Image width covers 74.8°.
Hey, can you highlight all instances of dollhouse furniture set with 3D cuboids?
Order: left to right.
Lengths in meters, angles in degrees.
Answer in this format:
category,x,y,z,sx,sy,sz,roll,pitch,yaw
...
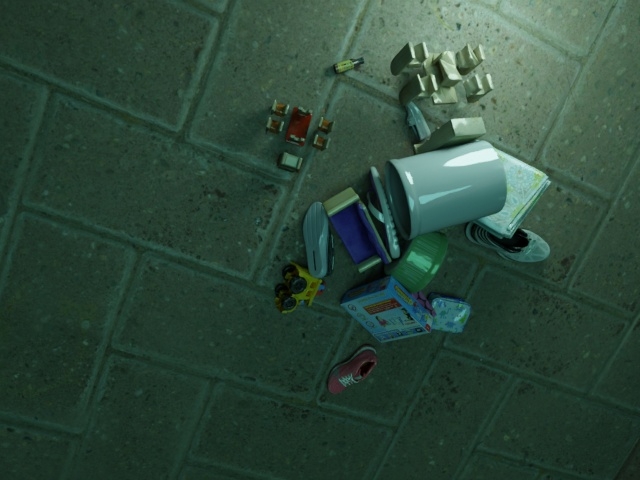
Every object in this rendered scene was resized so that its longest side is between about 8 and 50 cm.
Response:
category,x,y,z,sx,sy,sz,roll,pitch,yaw
dollhouse furniture set,-0.105,-0.423,1.751,0.261,0.135,0.259,16,90,-13
dollhouse furniture set,0.486,-0.567,1.721,0.361,0.256,0.395,-10,83,-23

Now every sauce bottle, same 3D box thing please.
category,x,y,z,sx,sy,sz,roll,pitch,yaw
sauce bottle,0.118,-0.728,1.730,0.128,0.042,0.042,-20,106,-2

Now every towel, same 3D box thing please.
category,x,y,z,sx,sy,sz,roll,pitch,yaw
towel,0.752,-0.224,1.840,0.374,0.090,0.321,38,94,26

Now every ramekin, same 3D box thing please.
category,x,y,z,sx,sy,sz,roll,pitch,yaw
ramekin,0.411,0.067,1.854,0.148,0.303,0.304,29,98,-6

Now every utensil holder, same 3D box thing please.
category,x,y,z,sx,sy,sz,roll,pitch,yaw
utensil holder,0.487,-0.207,1.670,0.385,0.328,0.328,-15,106,-1

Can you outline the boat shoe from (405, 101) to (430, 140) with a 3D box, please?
category,x,y,z,sx,sy,sz,roll,pitch,yaw
boat shoe,0.410,-0.521,1.822,0.063,0.066,0.184,-36,116,1

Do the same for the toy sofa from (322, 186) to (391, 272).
category,x,y,z,sx,sy,sz,roll,pitch,yaw
toy sofa,0.159,-0.029,1.799,0.150,0.177,0.363,-29,124,3

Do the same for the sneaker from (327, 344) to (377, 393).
category,x,y,z,sx,sy,sz,roll,pitch,yaw
sneaker,0.152,0.644,2.040,0.314,0.136,0.116,-45,105,4

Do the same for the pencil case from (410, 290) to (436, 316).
category,x,y,z,sx,sy,sz,roll,pitch,yaw
pencil case,0.455,0.290,1.988,0.095,0.098,0.209,-27,78,-15

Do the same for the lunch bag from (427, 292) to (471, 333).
category,x,y,z,sx,sy,sz,roll,pitch,yaw
lunch bag,0.618,0.356,2.061,0.218,0.090,0.176,11,103,-10

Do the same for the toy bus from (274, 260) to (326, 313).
category,x,y,z,sx,sy,sz,roll,pitch,yaw
toy bus,-0.082,0.229,1.907,0.211,0.149,0.220,18,104,-29

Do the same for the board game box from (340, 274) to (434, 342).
category,x,y,z,sx,sy,sz,roll,pitch,yaw
board game box,0.299,0.323,1.909,0.302,0.086,0.308,45,139,-16

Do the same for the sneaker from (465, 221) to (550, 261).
category,x,y,z,sx,sy,sz,roll,pitch,yaw
sneaker,0.918,0.031,1.936,0.447,0.257,0.169,16,101,-13

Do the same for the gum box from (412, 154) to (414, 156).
category,x,y,z,sx,sy,sz,roll,pitch,yaw
gum box,0.490,-0.320,1.881,0.107,0.062,0.188,-45,106,4

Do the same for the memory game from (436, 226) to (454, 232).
category,x,y,z,sx,sy,sz,roll,pitch,yaw
memory game,0.533,-0.105,1.916,0.186,0.012,0.186,12,131,14

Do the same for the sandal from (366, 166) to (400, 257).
category,x,y,z,sx,sy,sz,roll,pitch,yaw
sandal,0.246,-0.122,1.781,0.102,0.169,0.417,-16,75,8

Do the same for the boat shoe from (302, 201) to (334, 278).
category,x,y,z,sx,sy,sz,roll,pitch,yaw
boat shoe,0.000,0.000,1.864,0.121,0.119,0.336,-1,86,34
